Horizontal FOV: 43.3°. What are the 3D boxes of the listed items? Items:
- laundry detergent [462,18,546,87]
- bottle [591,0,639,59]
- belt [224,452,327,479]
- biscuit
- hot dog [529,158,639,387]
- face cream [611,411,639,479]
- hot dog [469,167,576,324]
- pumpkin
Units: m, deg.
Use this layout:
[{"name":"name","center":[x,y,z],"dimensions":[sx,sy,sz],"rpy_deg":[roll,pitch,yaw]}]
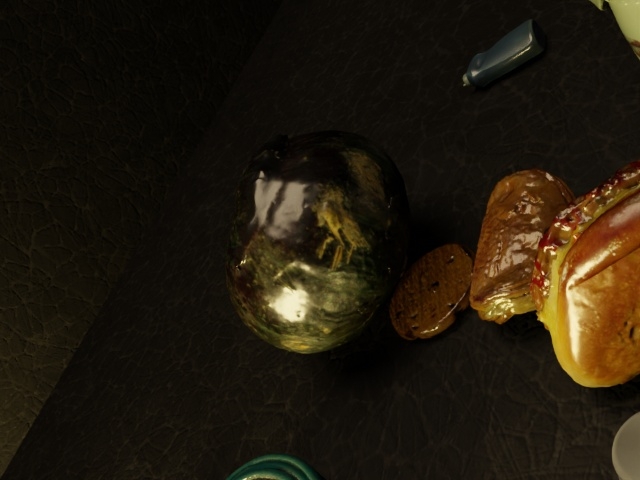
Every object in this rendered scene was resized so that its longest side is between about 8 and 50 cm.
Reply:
[{"name":"laundry detergent","center":[0.403,-0.406,1.811],"dimensions":[0.206,0.061,0.096],"rpy_deg":[-31,41,36]},{"name":"bottle","center":[0.542,-0.408,1.272],"dimensions":[0.229,0.352,0.229],"rpy_deg":[-39,28,25]},{"name":"belt","center":[-0.058,0.509,1.226],"dimensions":[0.300,0.173,0.436],"rpy_deg":[-48,27,-2]},{"name":"biscuit","center":[0.210,0.094,1.494],"dimensions":[0.212,0.036,0.212],"rpy_deg":[-37,28,24]},{"name":"hot dog","center":[0.430,0.005,1.022],"dimensions":[0.405,0.223,0.185],"rpy_deg":[-40,16,27]},{"name":"face cream","center":[0.400,0.255,0.916],"dimensions":[0.117,0.104,0.117],"rpy_deg":[-38,29,25]},{"name":"hot dog","center":[0.329,0.019,1.316],"dimensions":[0.196,0.122,0.272],"rpy_deg":[-25,40,44]},{"name":"pumpkin","center":[0.000,0.000,1.563],"dimensions":[0.454,0.344,0.454],"rpy_deg":[13,-90,-86]}]
